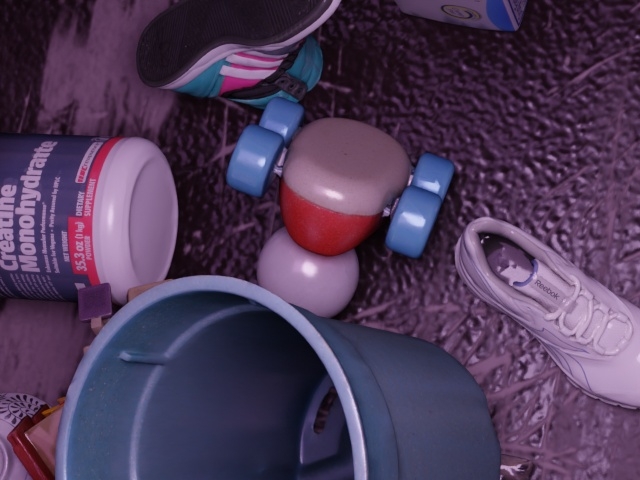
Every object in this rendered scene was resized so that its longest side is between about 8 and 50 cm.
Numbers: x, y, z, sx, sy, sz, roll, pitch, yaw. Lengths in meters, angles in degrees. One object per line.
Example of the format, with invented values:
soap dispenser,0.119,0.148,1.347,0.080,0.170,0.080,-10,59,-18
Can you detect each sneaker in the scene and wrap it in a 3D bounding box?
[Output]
sneaker,0.256,0.078,1.508,0.297,0.129,0.111,34,88,16
sneaker,-0.046,-0.226,1.611,0.295,0.178,0.124,-16,75,41

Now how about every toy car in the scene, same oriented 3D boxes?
toy car,0.000,0.000,1.586,0.219,0.210,0.238,21,115,4

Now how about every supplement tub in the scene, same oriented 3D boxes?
supplement tub,-0.315,-0.026,1.641,0.272,0.191,0.191,3,81,15

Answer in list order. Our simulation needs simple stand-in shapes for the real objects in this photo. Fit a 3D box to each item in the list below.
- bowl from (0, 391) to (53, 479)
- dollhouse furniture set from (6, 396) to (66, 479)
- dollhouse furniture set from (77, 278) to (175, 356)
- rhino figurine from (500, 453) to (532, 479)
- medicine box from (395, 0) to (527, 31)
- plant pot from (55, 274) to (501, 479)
bowl,-0.377,0.257,1.667,0.170,0.080,0.170,-3,80,15
dollhouse furniture set,-0.152,0.295,1.589,0.201,0.152,0.374,-33,91,7
dollhouse furniture set,-0.191,0.098,1.549,0.114,0.081,0.091,-13,55,3
rhino figurine,0.131,0.213,1.543,0.243,0.073,0.106,37,87,22
medicine box,0.161,-0.405,1.544,0.149,0.263,0.289,14,84,17
plant pot,-0.014,0.212,1.376,0.341,0.334,0.341,-4,83,33
